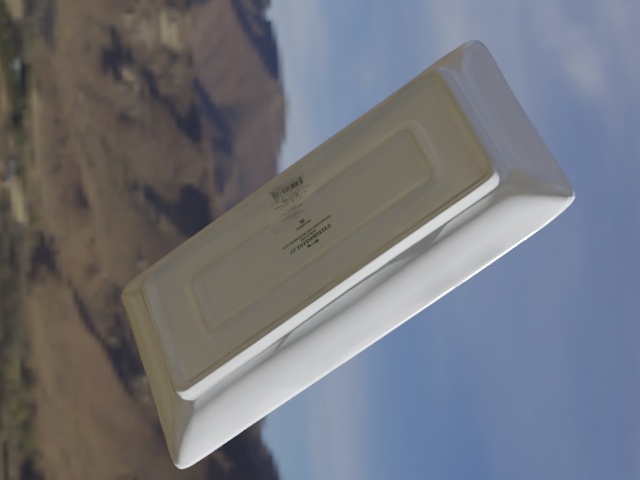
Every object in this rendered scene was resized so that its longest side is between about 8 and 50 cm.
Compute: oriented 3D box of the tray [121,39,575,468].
[{"bbox_3d":[0.000,0.000,0.915,0.030,0.270,0.145,42,17,-45],"label":"tray"}]
